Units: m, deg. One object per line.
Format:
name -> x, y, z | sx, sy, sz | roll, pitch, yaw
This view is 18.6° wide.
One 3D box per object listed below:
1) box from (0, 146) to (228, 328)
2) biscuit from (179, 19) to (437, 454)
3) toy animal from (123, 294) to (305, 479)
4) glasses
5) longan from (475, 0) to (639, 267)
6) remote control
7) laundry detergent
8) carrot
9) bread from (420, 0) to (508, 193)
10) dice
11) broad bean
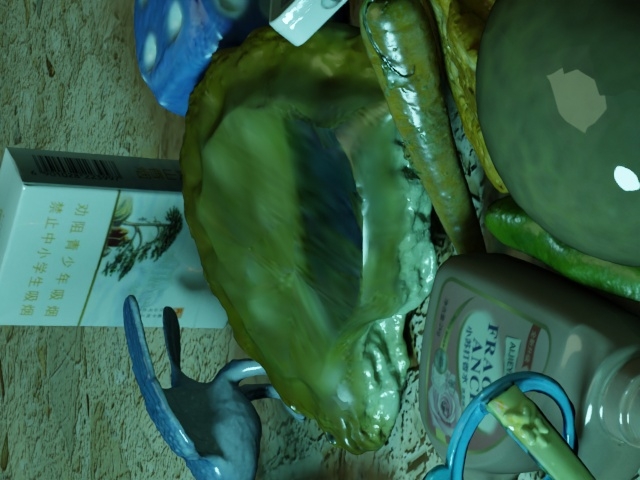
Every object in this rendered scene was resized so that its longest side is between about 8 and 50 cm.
box -> -0.175, 0.001, 1.711 | 0.067, 0.233, 0.149 | 60, 137, 45
biscuit -> 0.000, 0.000, 1.467 | 0.329, 0.078, 0.335 | -16, 92, 55
toy animal -> -0.097, 0.157, 1.606 | 0.255, 0.176, 0.239 | 44, 164, 40
glasses -> 0.184, 0.184, 1.128 | 0.207, 0.102, 0.239 | 1, 126, 29
longan -> 0.176, -0.089, 1.091 | 0.198, 0.198, 0.212 | -28, 62, 59
remote control -> 0.007, -0.229, 1.462 | 0.103, 0.034, 0.250 | -43, 21, 21
laundry detergent -> 0.151, 0.113, 1.247 | 0.237, 0.076, 0.171 | 30, 118, 56
carrot -> 0.078, -0.063, 1.328 | 0.049, 0.049, 0.254 | 35, 150, 59
bread -> 0.109, -0.158, 1.324 | 0.139, 0.077, 0.271 | 78, 175, -49
dice -> -0.071, -0.186, 1.620 | 0.146, 0.143, 0.146 | -37, 56, 56
broad bean -> 0.160, -0.002, 1.245 | 0.195, 0.061, 0.046 | 31, 119, 60
